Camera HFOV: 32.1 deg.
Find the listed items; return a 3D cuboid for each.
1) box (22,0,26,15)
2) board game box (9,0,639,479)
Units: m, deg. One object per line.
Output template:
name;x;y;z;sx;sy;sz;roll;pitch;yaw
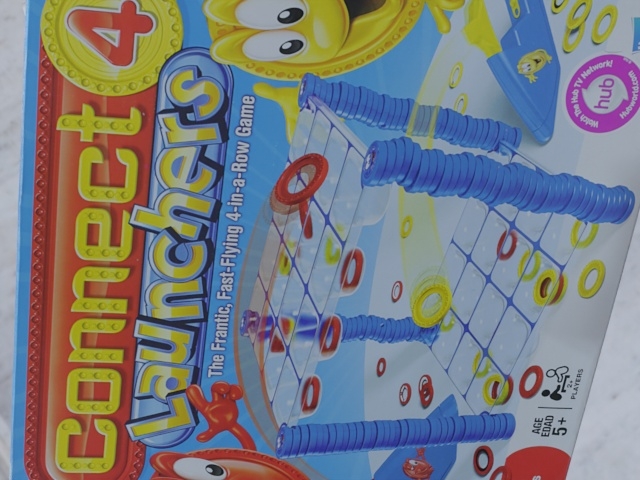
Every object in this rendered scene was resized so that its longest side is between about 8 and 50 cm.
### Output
box;-0.039;-0.147;0.824;0.311;0.148;0.121;-20;-3;1
board game box;0.000;0.000;0.575;0.302;0.086;0.308;3;-66;-12
